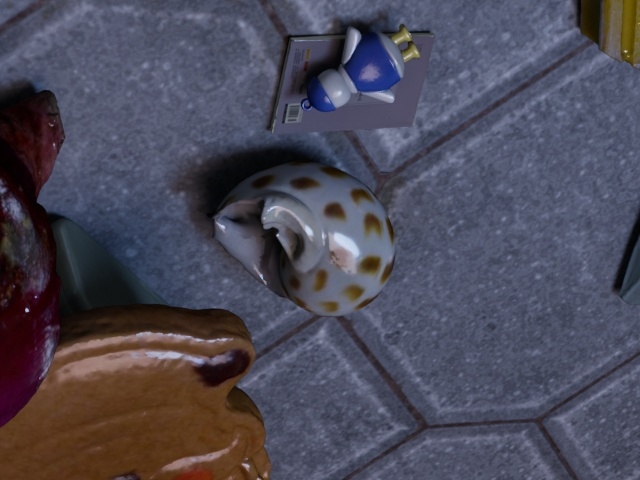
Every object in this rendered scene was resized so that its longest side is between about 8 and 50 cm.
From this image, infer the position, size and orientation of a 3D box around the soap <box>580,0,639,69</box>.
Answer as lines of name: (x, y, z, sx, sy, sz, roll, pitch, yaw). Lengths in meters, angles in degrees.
soap: (0.371, -0.302, 1.644, 0.140, 0.073, 0.232, -18, 135, -10)

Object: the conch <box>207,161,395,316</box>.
conch: (0.000, 0.000, 1.663, 0.149, 0.182, 0.275, -56, 143, -23)

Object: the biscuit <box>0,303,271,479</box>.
biscuit: (-0.227, 0.247, 1.583, 0.349, 0.078, 0.455, -13, 136, -7)

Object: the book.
book: (0.037, -0.177, 1.622, 0.181, 0.014, 0.127, -6, 131, -23)

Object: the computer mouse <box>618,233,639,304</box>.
computer mouse: (0.494, 0.008, 1.987, 0.127, 0.079, 0.231, -3, 145, -22)

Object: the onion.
onion: (-0.390, -0.009, 1.364, 0.420, 0.398, 0.398, -49, 160, -52)

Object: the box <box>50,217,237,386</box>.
box: (-0.314, 0.202, 1.663, 0.343, 0.177, 0.352, -36, 136, 7)

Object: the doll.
doll: (0.040, -0.182, 1.569, 0.143, 0.058, 0.099, -33, 113, 2)
